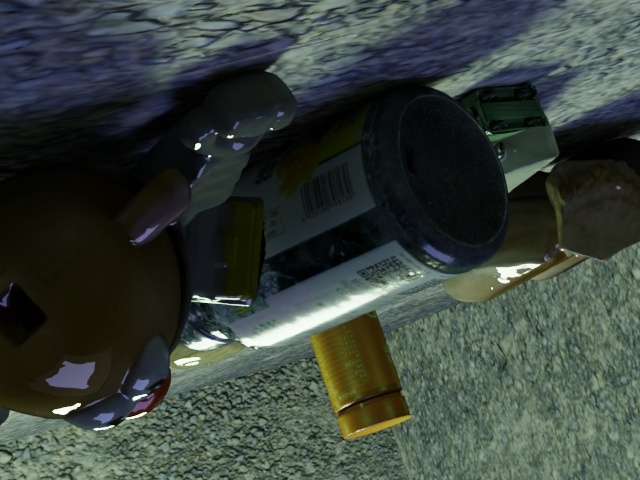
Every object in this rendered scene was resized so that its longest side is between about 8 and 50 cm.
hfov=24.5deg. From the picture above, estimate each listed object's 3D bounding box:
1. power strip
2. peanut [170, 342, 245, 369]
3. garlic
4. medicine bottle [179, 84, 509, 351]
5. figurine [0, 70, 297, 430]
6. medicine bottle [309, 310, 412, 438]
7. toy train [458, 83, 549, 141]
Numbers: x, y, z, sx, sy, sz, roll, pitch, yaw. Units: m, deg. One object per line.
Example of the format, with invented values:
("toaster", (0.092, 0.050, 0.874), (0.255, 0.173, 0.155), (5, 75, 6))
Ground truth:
("power strip", (0.143, -0.059, 1.406), (0.106, 0.043, 0.367), (-19, 176, -5))
("peanut", (-0.140, 0.069, 1.441), (0.125, 0.111, 0.274), (-34, 167, 13))
("garlic", (0.272, -0.026, 1.654), (0.279, 0.132, 0.325), (-18, 180, -19))
("medicine bottle", (-0.008, -0.002, 1.123), (0.293, 0.141, 0.141), (-26, 170, 40))
("figurine", (-0.149, 0.035, 0.915), (0.167, 0.342, 0.285), (25, 179, 7))
("medicine bottle", (0.044, 0.155, 1.929), (0.096, 0.191, 0.096), (-18, 166, -5))
("toy train", (0.138, -0.099, 1.185), (0.093, 0.038, 0.056), (-12, 173, -46))
